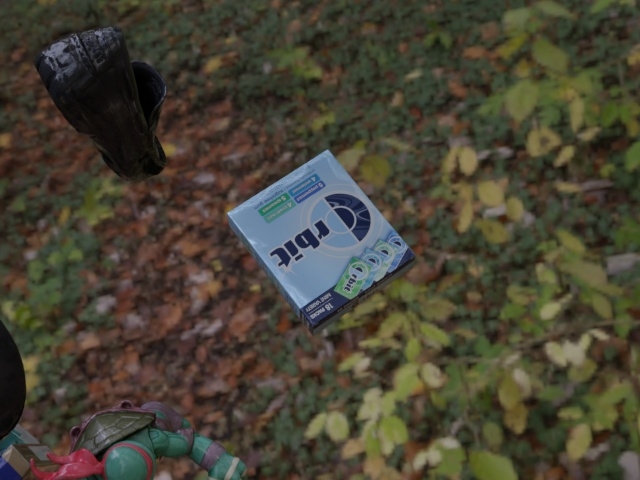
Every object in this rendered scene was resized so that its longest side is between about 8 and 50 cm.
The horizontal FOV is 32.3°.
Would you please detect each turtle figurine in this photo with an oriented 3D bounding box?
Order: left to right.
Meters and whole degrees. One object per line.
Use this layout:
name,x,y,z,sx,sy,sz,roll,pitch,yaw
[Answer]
turtle figurine,-0.150,0.186,0.881,0.175,0.118,0.234,-16,3,-11

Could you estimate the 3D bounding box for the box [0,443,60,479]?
box,-0.357,0.291,1.082,0.225,0.036,0.136,-44,-7,-7

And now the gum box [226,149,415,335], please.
gum box,0.000,0.000,1.368,0.157,0.184,0.041,-34,-21,-14

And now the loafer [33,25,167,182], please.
loafer,-0.160,-0.108,0.912,0.078,0.076,0.223,-29,-18,-1

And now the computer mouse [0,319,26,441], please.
computer mouse,-0.318,0.052,0.708,0.188,0.272,0.072,-54,2,16

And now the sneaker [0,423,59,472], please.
sneaker,-0.468,0.394,1.715,0.108,0.302,0.121,13,45,44
